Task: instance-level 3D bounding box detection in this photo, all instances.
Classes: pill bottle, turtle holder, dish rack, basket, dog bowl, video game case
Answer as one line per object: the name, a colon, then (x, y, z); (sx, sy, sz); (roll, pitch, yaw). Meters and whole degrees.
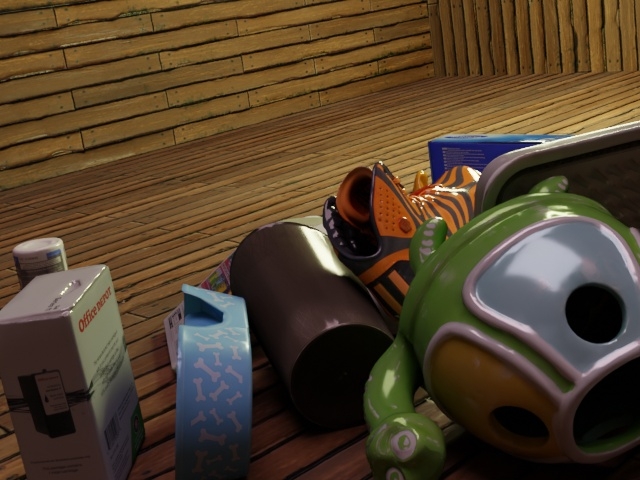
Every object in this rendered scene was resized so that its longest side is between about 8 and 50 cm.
pill bottle: (-0.429, 0.071, 1.477); (0.078, 0.137, 0.078); (-7, 15, 2)
turtle holder: (0.191, 0.093, 0.886); (0.320, 0.243, 0.227); (-5, 30, -23)
dish rack: (0.308, -0.005, 1.069); (0.332, 0.286, 0.072); (-15, 33, -19)
basket: (-0.001, 0.102, 1.093); (0.154, 0.204, 0.227); (-40, 25, 3)
dog bowl: (-0.114, 0.149, 1.005); (0.074, 0.166, 0.297); (1, 14, -8)
video game case: (-0.142, 0.085, 1.309); (0.183, 0.023, 0.201); (-45, 18, 1)

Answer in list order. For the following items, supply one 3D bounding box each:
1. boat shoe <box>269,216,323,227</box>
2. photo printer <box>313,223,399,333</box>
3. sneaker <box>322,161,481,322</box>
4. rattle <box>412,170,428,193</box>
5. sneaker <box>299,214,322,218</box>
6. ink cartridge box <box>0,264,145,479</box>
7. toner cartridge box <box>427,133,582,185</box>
boat shoe: (0.000, 0.000, 1.607); (0.233, 0.079, 0.084); (0, 15, 19)
photo printer: (0.093, 0.041, 1.361); (0.307, 0.107, 0.256); (6, 21, 43)
sneaker: (0.113, -0.042, 1.145); (0.124, 0.180, 0.321); (-38, 14, 32)
rattle: (0.224, -0.034, 1.498); (0.199, 0.130, 0.143); (1, 28, 34)
sneaker: (0.037, -0.010, 1.683); (0.178, 0.072, 0.077); (-15, 27, 7)
ink cartridge box: (-0.255, 0.147, 0.974); (0.086, 0.208, 0.153); (-7, 15, 5)
toner cartridge box: (0.349, -0.095, 1.611); (0.347, 0.165, 0.075); (7, 21, 43)
